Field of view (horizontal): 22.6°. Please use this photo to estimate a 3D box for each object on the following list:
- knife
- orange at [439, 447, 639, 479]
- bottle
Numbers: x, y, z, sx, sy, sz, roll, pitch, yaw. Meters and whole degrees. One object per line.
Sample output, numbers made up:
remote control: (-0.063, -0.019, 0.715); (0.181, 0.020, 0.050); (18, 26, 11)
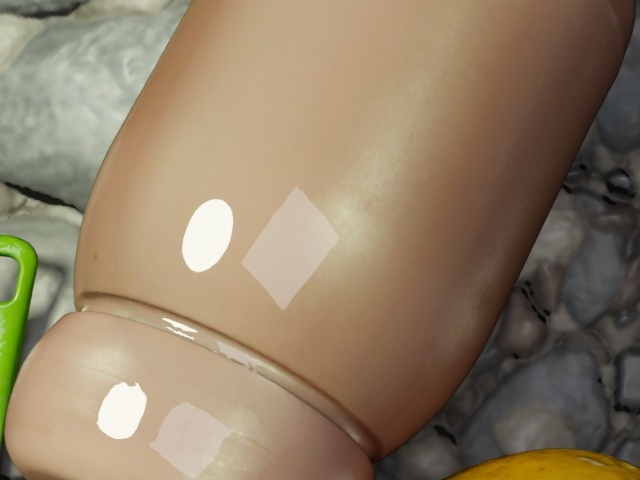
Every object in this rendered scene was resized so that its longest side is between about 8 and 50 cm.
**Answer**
knife: (-0.152, 0.080, 0.707); (0.078, 0.022, 0.166); (7, 81, -9)
orange: (0.091, 0.189, 0.619); (0.219, 0.193, 0.219); (0, 98, -2)
bottle: (0.000, 0.000, 0.653); (0.173, 0.206, 0.297); (21, 69, 14)
